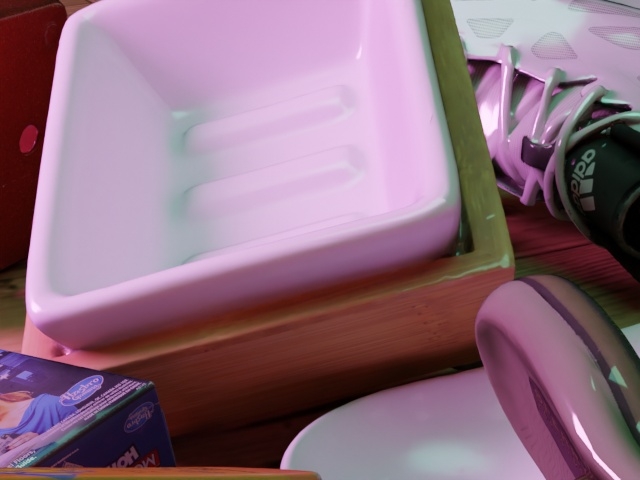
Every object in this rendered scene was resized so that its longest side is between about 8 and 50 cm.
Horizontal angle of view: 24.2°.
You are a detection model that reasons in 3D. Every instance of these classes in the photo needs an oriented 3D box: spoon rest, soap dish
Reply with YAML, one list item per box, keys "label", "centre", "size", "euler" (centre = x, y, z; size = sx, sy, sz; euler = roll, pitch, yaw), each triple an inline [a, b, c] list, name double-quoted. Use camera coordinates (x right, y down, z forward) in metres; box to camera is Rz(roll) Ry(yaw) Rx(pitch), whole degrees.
- label: "spoon rest"
  centre: [0.118, 0.080, 0.630]
  size: [0.276, 0.084, 0.137]
  euler: [-7, 19, -14]
- label: "soap dish"
  centre: [-0.027, -0.034, 0.775]
  size: [0.229, 0.118, 0.291]
  euler: [-15, 39, 8]

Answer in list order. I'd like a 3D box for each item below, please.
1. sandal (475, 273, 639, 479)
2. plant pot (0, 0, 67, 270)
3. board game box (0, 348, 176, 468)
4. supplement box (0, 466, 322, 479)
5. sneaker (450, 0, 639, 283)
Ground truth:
- label: "sandal"
  centre: [0.089, 0.119, 0.443]
  size: [0.086, 0.120, 0.303]
  euler: [-16, 28, -5]
- label: "plant pot"
  centre: [-0.316, -0.083, 0.970]
  size: [0.236, 0.267, 0.267]
  euler: [20, 27, 22]
- label: "board game box"
  centre: [-0.197, 0.102, 0.629]
  size: [0.194, 0.060, 0.194]
  euler: [18, 39, 42]
- label: "supplement box"
  centre: [-0.084, 0.105, 0.449]
  size: [0.078, 0.080, 0.233]
  euler: [-3, -8, 27]
- label: "sneaker"
  centre: [0.133, -0.092, 0.949]
  size: [0.448, 0.169, 0.257]
  euler: [9, 20, 5]
